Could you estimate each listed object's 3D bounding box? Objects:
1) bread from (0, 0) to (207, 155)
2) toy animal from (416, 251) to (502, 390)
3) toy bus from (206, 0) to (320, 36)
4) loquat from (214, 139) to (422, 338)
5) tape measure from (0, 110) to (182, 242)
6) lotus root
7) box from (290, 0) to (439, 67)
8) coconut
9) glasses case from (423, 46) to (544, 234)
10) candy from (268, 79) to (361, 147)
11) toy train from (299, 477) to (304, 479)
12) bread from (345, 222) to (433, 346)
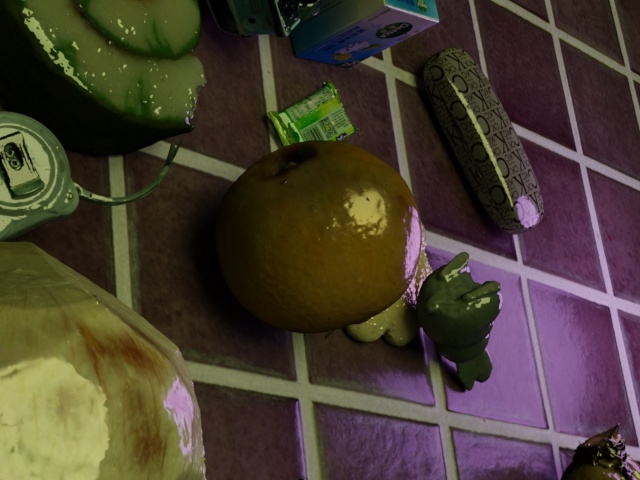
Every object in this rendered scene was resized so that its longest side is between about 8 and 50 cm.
[{"bbox_3d":[-0.281,-0.292,1.681,0.382,0.129,0.366,55,38,-14],"label":"bread"},{"bbox_3d":[0.213,0.136,2.031,0.251,0.127,0.125,83,3,-50],"label":"toy animal"},{"bbox_3d":[-0.072,-0.407,1.963,0.271,0.165,0.133,-55,135,-49],"label":"toy bus"},{"bbox_3d":[0.000,0.000,1.759,0.275,0.275,0.274,27,51,-39],"label":"loquat"},{"bbox_3d":[-0.293,-0.100,1.532,0.330,0.084,0.164,-29,95,-33],"label":"tape measure"},{"bbox_3d":[0.473,0.459,2.149,0.169,0.141,0.314,-12,89,-49],"label":"lotus root"},{"bbox_3d":[0.066,-0.348,2.073,0.139,0.194,0.073,4,69,-49],"label":"box"},{"bbox_3d":[-0.280,0.190,1.213,0.345,0.415,0.415,-5,67,-5],"label":"coconut"},{"bbox_3d":[0.291,-0.177,2.336,0.137,0.085,0.354,-29,93,-54],"label":"glasses case"},{"bbox_3d":[-0.011,-0.178,2.021,0.102,0.032,0.178,57,39,-4],"label":"candy"},{"bbox_3d":[-0.014,0.364,1.670,0.081,0.099,0.149,-43,115,-17],"label":"toy train"},{"bbox_3d":[0.078,0.013,2.003,0.316,0.054,0.316,29,49,-40],"label":"bread"}]
